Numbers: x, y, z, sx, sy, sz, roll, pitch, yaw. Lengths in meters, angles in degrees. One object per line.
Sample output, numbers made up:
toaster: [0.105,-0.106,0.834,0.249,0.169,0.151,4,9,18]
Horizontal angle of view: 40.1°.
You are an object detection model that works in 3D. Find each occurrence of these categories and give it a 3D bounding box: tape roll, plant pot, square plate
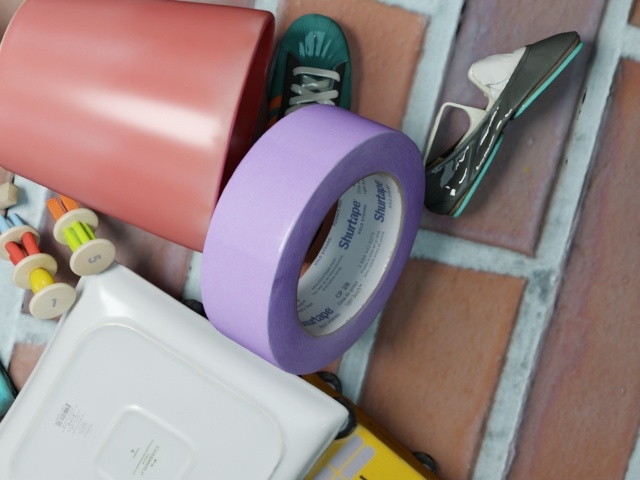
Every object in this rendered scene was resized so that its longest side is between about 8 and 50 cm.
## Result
tape roll: [0.000,0.000,0.923,0.090,0.275,0.274,25,96,28]
plant pot: [-0.197,-0.139,0.932,0.243,0.275,0.274,14,97,-1]
square plate: [-0.200,0.247,1.017,0.344,0.049,0.347,32,103,0]

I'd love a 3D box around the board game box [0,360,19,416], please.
board game box: [-0.472,0.183,1.047,0.186,0.026,0.126,-25,103,-5]

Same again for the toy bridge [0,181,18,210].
toy bridge: [-0.421,-0.073,0.961,0.063,0.188,0.026,-18,62,25]

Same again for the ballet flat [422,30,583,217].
ballet flat: [0.205,-0.159,1.074,0.096,0.095,0.280,36,92,-1]

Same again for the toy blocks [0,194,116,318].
toy blocks: [-0.309,-0.004,0.991,0.123,0.054,0.148,-46,59,8]

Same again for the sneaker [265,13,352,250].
sneaker: [-0.015,-0.114,1.025,0.108,0.121,0.302,7,99,-11]

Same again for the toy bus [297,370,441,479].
toy bus: [0.065,0.306,1.120,0.333,0.108,0.130,42,92,-14]

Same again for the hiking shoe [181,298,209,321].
hiking shoe: [-0.113,0.172,1.061,0.114,0.086,0.226,-4,111,19]
